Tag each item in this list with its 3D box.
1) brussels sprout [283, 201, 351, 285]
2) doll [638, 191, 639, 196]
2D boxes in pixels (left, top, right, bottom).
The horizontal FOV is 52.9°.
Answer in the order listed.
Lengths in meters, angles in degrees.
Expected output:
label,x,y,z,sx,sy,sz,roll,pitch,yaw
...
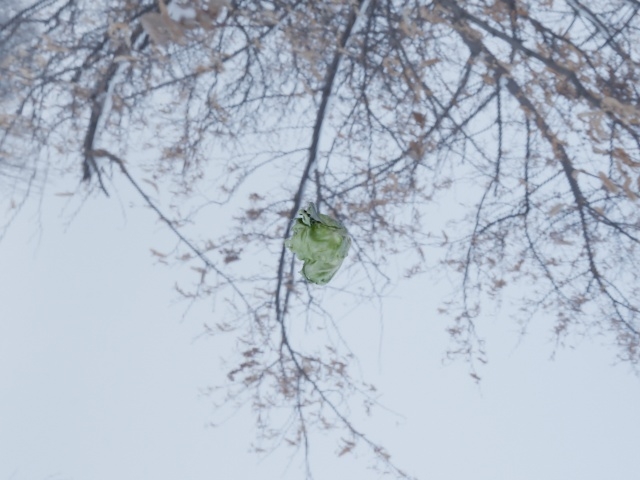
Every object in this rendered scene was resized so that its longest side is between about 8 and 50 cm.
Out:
label,x,y,z,sx,sy,sz,roll,pitch,yaw
brussels sprout,0.000,0.000,0.638,0.058,0.085,0.085,-31,-132,7
doll,0.411,-0.037,0.701,0.027,0.125,0.037,45,68,-81
